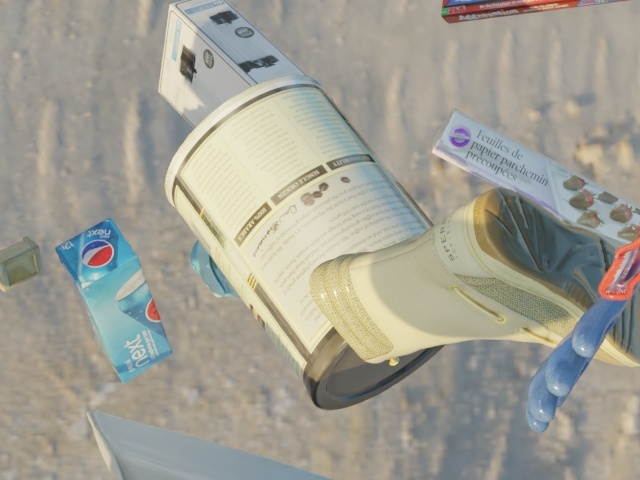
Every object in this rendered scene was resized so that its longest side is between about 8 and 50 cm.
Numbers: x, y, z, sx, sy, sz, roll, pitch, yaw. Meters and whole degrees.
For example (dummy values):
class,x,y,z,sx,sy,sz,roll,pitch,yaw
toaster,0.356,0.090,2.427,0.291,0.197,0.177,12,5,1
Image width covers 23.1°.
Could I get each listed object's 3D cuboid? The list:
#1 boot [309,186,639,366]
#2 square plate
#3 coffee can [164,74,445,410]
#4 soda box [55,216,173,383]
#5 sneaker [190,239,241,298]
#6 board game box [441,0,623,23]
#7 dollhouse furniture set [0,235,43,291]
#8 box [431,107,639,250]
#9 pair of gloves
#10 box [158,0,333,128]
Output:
class,x,y,z,sx,sy,sz,roll,pitch,yaw
boot,0.140,0.057,1.320,0.262,0.203,0.095,28,52,-41
square plate,-0.042,0.269,1.443,0.344,0.347,0.049,19,96,-18
coffee can,0.000,0.000,1.559,0.201,0.201,0.275,-12,56,-45
soda box,-0.227,0.070,1.741,0.071,0.067,0.210,-31,148,-13
sneaker,-0.080,0.003,1.924,0.319,0.208,0.127,64,35,-63
board game box,0.287,-0.353,1.936,0.027,0.281,0.145,36,57,-53
dollhouse furniture set,-0.428,0.086,1.867,0.182,0.101,0.161,-27,132,-31
box,0.297,-0.067,1.998,0.324,0.067,0.063,28,98,-2
pair of gloves,0.156,0.008,0.780,0.023,0.198,0.159,33,48,10
box,-0.113,-0.210,2.260,0.087,0.290,0.169,-21,143,-34
